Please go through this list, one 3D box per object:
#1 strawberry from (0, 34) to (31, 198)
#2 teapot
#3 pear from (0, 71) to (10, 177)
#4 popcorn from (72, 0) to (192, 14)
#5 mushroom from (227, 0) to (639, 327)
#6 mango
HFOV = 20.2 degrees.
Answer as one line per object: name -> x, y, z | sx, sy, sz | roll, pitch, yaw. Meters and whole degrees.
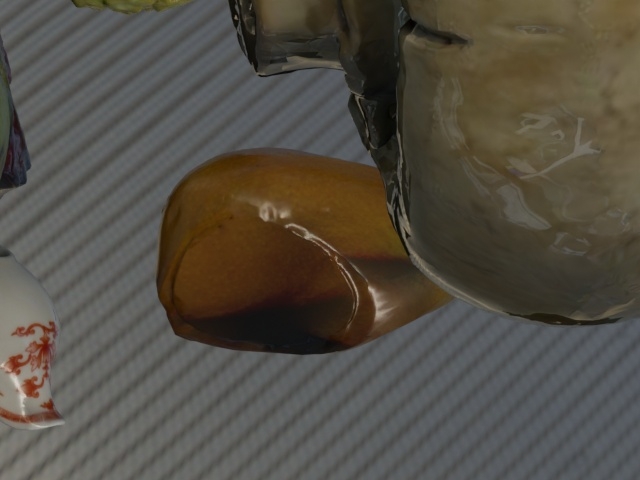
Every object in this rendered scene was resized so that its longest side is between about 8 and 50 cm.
strawberry -> -0.426, -0.122, 1.619 | 0.310, 0.292, 0.291 | -11, 98, -3
teapot -> -0.269, 0.047, 1.240 | 0.159, 0.245, 0.116 | -17, 118, -51
pear -> -0.293, -0.065, 1.085 | 0.212, 0.269, 0.212 | 3, 109, 9
popcorn -> -0.177, -0.304, 1.467 | 0.195, 0.255, 0.256 | -62, 134, -60
mushroom -> 0.068, -0.065, 0.600 | 0.195, 0.253, 0.189 | -5, 62, -4
mango -> 0.000, 0.000, 1.337 | 0.236, 0.166, 0.136 | 8, 106, 9
